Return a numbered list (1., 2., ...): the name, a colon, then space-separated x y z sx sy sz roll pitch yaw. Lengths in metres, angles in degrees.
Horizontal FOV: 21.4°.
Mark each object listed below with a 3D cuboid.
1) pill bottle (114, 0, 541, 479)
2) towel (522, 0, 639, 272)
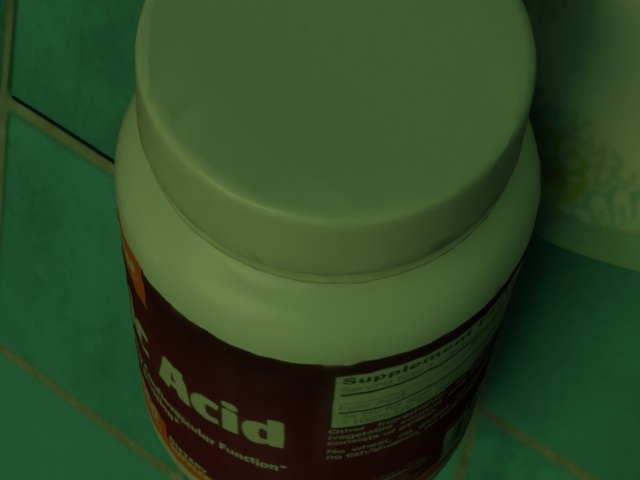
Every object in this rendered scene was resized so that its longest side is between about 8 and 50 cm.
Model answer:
1. pill bottle: 0.000 0.000 0.953 0.224 0.224 0.392 44 159 19
2. towel: 0.256 -0.114 0.838 0.374 0.090 0.320 15 123 32
